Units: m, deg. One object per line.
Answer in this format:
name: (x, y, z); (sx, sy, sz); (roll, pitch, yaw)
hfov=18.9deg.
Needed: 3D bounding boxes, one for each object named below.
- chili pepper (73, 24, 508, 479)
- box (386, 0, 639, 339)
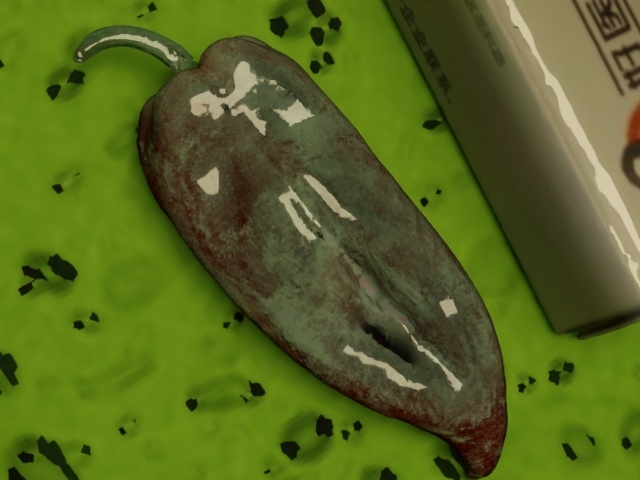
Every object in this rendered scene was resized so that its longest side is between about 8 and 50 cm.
chili pepper: (0.000, 0.000, 0.485); (0.050, 0.041, 0.153); (-38, 93, 23)
box: (0.082, -0.177, 0.532); (0.214, 0.069, 0.353); (-26, 87, -19)
